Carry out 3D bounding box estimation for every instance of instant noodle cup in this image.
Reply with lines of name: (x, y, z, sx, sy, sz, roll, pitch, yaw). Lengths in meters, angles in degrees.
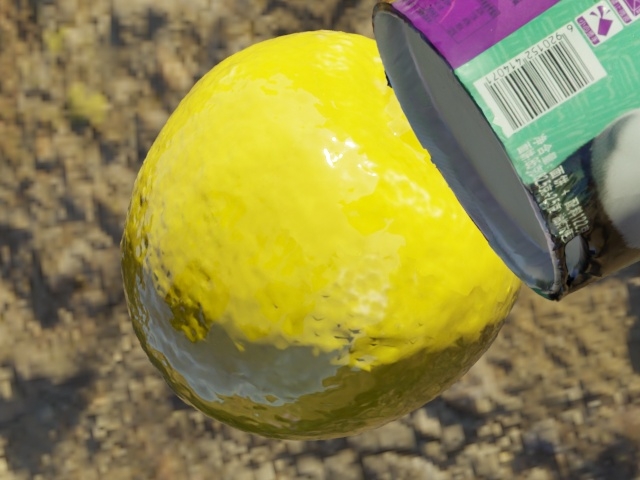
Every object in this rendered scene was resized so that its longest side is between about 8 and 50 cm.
instant noodle cup: (0.156, -0.095, 0.965, 0.251, 0.190, 0.251, 57, 174, 9)

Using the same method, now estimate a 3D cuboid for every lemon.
lemon: (0.000, 0.000, 1.414, 0.348, 0.348, 0.348, 8, 100, 47)
